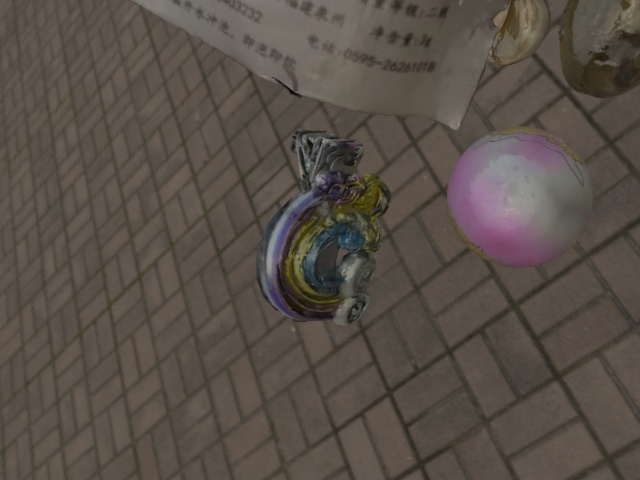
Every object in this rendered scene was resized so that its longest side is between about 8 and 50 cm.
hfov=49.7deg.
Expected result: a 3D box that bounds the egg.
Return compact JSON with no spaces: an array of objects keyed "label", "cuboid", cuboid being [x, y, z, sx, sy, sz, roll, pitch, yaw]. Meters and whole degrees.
[{"label":"egg","cuboid":[0.263,-0.061,0.923,0.196,0.271,0.196,-3,81,18]}]

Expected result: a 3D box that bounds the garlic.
[{"label":"garlic","cuboid":[0.143,-0.182,0.547,0.094,0.074,0.113,120,154,-50]}]

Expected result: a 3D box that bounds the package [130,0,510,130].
[{"label":"package","cuboid":[-0.015,-0.177,0.312,0.062,0.250,0.204,-65,-3,-53]}]

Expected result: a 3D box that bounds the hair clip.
[{"label":"hair clip","cuboid":[0.000,0.000,0.548,0.049,0.116,0.172,35,126,52]}]

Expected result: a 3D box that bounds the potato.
[{"label":"potato","cuboid":[0.406,-0.314,0.912,0.262,0.164,0.165,-63,38,42]}]
